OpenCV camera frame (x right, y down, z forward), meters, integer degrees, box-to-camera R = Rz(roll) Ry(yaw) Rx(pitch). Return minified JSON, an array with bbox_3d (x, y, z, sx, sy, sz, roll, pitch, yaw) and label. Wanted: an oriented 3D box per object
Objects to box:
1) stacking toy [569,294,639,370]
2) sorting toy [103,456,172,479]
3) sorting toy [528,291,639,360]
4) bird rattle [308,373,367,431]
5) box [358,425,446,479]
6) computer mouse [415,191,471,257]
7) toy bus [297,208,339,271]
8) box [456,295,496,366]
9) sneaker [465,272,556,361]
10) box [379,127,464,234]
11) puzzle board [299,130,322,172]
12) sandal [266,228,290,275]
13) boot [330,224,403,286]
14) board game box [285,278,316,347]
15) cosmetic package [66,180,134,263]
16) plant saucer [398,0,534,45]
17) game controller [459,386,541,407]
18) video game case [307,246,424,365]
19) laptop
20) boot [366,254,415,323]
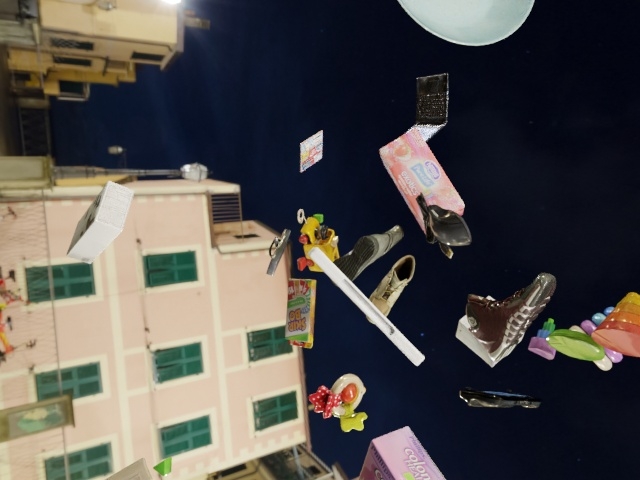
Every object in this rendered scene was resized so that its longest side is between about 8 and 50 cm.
[{"bbox_3d":[0.863,0.206,1.238,0.330,0.141,0.141,-42,-128,15],"label":"stacking toy"},{"bbox_3d":[-0.476,0.679,1.146,0.196,0.347,0.047,60,6,16],"label":"sorting toy"},{"bbox_3d":[0.645,0.207,1.098,0.126,0.127,0.365,-62,-179,-20],"label":"sorting toy"},{"bbox_3d":[0.080,0.619,1.786,0.253,0.207,0.143,47,-22,-26],"label":"bird rattle"},{"bbox_3d":[0.203,0.637,1.122,0.213,0.117,0.243,51,-41,46],"label":"box"},{"bbox_3d":[0.328,-0.014,1.235,0.184,0.060,0.262,65,-4,-26],"label":"computer mouse"},{"bbox_3d":[0.004,0.006,1.460,0.104,0.202,0.191,5,-92,20],"label":"toy bus"},{"bbox_3d":[0.646,0.342,1.723,0.181,0.181,0.119,41,-27,37],"label":"box"},{"bbox_3d":[0.459,0.164,1.160,0.162,0.106,0.282,45,-52,36],"label":"sneaker"},{"bbox_3d":[0.326,-0.187,1.469,0.300,0.142,0.154,62,10,14],"label":"box"},{"bbox_3d":[-0.027,-0.282,1.438,0.011,0.128,0.097,21,-50,23],"label":"puzzle board"},{"bbox_3d":[-0.157,0.028,1.613,0.255,0.054,0.097,-73,-177,-62],"label":"sandal"},{"bbox_3d":[0.143,0.051,1.379,0.246,0.161,0.084,-46,-111,43],"label":"boot"},{"bbox_3d":[-0.079,0.282,1.766,0.124,0.039,0.260,-2,-95,39],"label":"board game box"},{"bbox_3d":[-0.489,-0.034,0.999,0.239,0.060,0.099,-27,-133,45],"label":"cosmetic package"},{"bbox_3d":[0.155,-0.310,0.524,0.037,0.194,0.195,161,-78,-76],"label":"plant saucer"},{"bbox_3d":[0.644,0.559,1.613,0.166,0.319,0.067,-22,-120,47],"label":"game controller"},{"bbox_3d":[0.081,0.122,0.923,0.285,0.025,0.204,46,-3,-1],"label":"video game case"},{"bbox_3d":[0.356,-0.470,1.682,0.234,0.136,0.265,-136,-139,-68],"label":"laptop"},{"bbox_3d":[0.220,0.153,1.423,0.077,0.213,0.165,32,-21,6],"label":"boot"}]
